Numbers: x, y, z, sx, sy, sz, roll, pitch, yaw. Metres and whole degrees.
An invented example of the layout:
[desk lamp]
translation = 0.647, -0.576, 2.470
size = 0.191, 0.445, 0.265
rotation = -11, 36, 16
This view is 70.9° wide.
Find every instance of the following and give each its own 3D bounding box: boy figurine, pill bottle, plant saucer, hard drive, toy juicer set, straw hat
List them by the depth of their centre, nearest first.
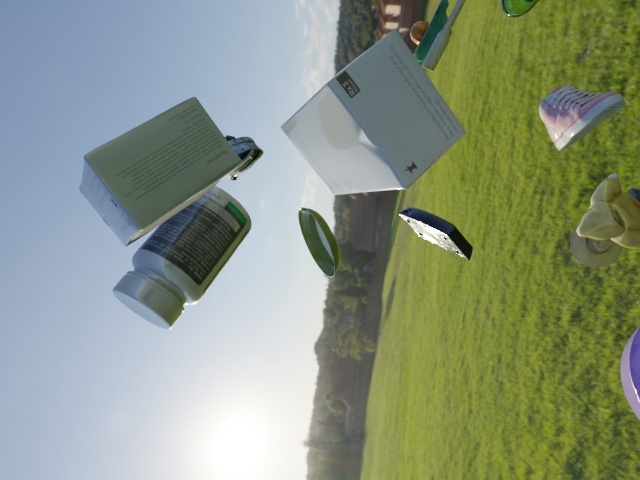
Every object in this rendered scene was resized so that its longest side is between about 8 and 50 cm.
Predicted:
[boy figurine]
translation = 0.657, -0.065, 0.967
size = 0.092, 0.285, 0.177
rotation = -46, 58, 58
[toy juicer set]
translation = 0.235, -0.440, 1.044
size = 0.209, 0.090, 0.329
rotation = -63, -1, 1
[pill bottle]
translation = -0.358, 0.038, 1.192
size = 0.361, 0.204, 0.204
rotation = -58, -17, -29
[straw hat]
translation = 0.778, 0.001, 1.250
size = 0.061, 0.145, 0.144
rotation = 56, -142, -72
[plant saucer]
translation = 0.000, 0.000, 1.418
size = 0.241, 0.037, 0.241
rotation = 57, 162, 30
[hard drive]
translation = 0.392, -0.032, 1.524
size = 0.054, 0.172, 0.255
rotation = -51, 34, -3

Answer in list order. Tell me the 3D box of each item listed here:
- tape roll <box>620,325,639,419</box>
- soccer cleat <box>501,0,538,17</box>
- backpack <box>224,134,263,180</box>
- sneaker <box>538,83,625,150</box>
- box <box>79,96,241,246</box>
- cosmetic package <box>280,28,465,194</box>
[tape roll]
translation = 0.674, 0.236, 0.757
size = 0.090, 0.275, 0.274
rotation = 48, -137, -56
[soccer cleat]
translation = 0.315, -0.404, 0.682
size = 0.072, 0.060, 0.178
rotation = 62, -132, -74
[backpack]
translation = -0.279, -0.276, 1.432
size = 0.116, 0.173, 0.158
rotation = 65, -155, 5
[sneaker]
translation = 0.297, -0.157, 0.530
size = 0.070, 0.051, 0.134
rotation = 65, -173, 8
[box]
translation = -0.246, -0.097, 0.682
size = 0.182, 0.119, 0.181
rotation = -41, 13, -28
[cosmetic package]
translation = 0.074, -0.218, 0.885
size = 0.156, 0.217, 0.385
rotation = -42, 15, -11
